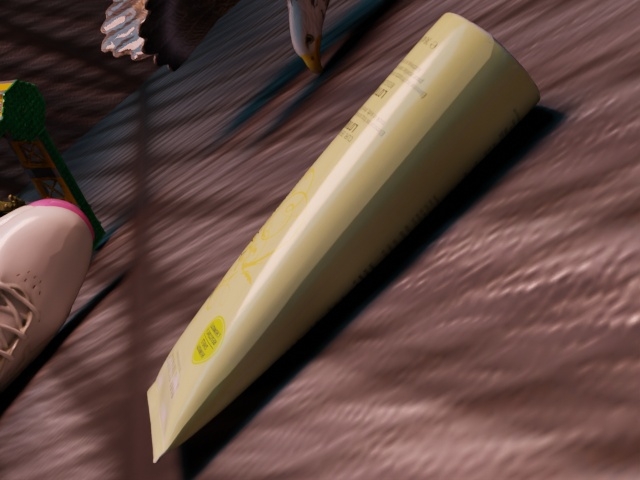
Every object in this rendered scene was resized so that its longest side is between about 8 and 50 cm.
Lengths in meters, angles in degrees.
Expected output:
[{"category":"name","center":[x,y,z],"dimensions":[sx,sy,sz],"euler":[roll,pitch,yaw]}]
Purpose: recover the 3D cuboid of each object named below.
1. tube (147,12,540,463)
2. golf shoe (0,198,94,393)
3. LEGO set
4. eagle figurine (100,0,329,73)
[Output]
[{"category":"tube","center":[0.000,0.000,0.526],"dimensions":[0.240,0.062,0.070],"euler":[-47,-25,3]},{"category":"golf shoe","center":[-0.288,0.101,0.921],"dimensions":[0.306,0.115,0.140],"euler":[-51,26,-3]},{"category":"LEGO set","center":[-0.388,0.000,1.122],"dimensions":[0.192,0.255,0.331],"euler":[0,50,29]},{"category":"eagle figurine","center":[-0.049,-0.257,1.035],"dimensions":[0.226,0.299,0.225],"euler":[105,152,-52]}]
